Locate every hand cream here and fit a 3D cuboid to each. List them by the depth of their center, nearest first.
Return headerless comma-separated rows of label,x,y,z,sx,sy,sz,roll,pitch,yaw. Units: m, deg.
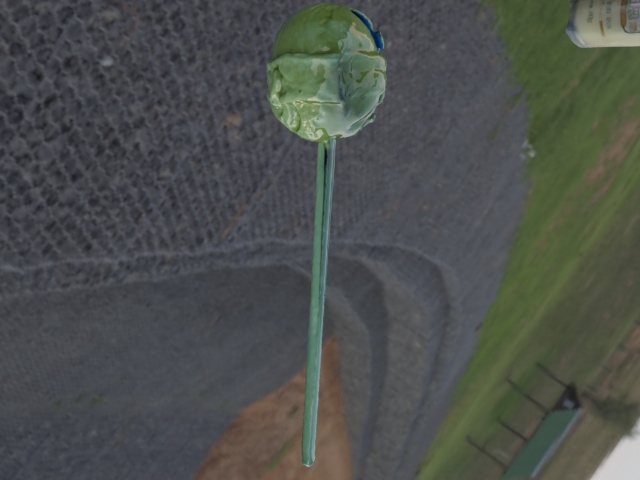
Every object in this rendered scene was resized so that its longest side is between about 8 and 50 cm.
hand cream,0.225,-0.150,0.624,0.039,0.143,0.061,12,86,-37

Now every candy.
candy,0.000,0.000,0.686,0.092,0.093,0.335,-3,98,-44
